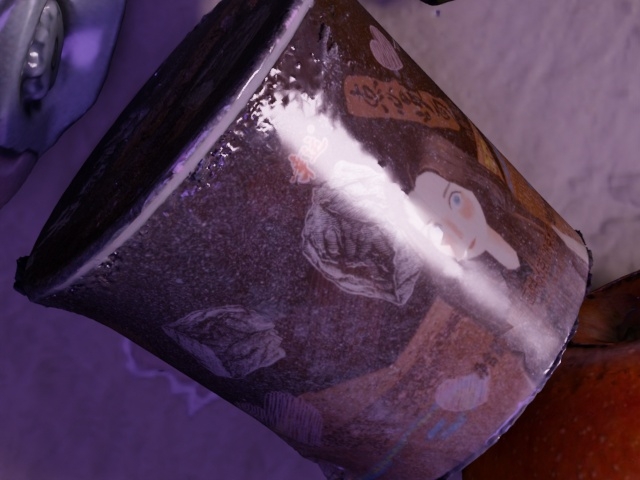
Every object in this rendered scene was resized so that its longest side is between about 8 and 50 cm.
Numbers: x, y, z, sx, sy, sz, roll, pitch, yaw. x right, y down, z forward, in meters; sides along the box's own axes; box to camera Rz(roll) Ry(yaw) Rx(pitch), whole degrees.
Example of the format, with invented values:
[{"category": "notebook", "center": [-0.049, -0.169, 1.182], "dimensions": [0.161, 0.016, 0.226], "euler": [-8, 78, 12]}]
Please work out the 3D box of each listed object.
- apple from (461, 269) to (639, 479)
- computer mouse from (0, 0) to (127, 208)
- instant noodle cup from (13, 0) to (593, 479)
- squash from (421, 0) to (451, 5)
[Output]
[{"category": "apple", "center": [0.182, 0.100, 0.774], "dimensions": [0.235, 0.210, 0.173], "euler": [-35, 107, -10]}, {"category": "computer mouse", "center": [-0.188, -0.181, 0.728], "dimensions": [0.200, 0.115, 0.388], "euler": [7, 101, -2]}, {"category": "instant noodle cup", "center": [0.000, 0.000, 0.752], "dimensions": [0.207, 0.217, 0.217], "euler": [39, 103, -17]}, {"category": "squash", "center": [0.165, -0.227, 0.747], "dimensions": [0.080, 0.071, 0.318], "euler": [31, 107, -23]}]
